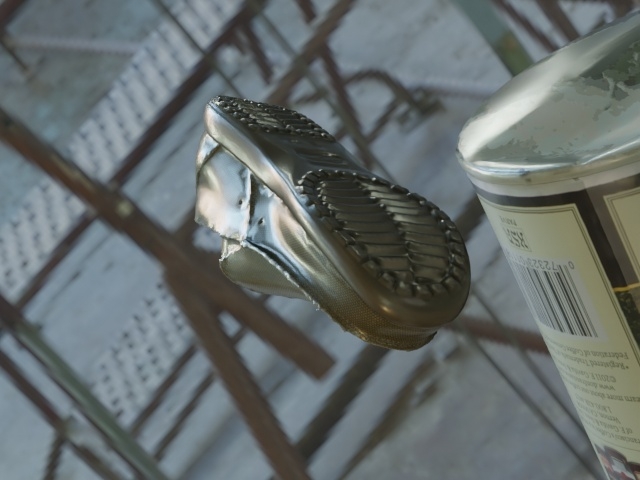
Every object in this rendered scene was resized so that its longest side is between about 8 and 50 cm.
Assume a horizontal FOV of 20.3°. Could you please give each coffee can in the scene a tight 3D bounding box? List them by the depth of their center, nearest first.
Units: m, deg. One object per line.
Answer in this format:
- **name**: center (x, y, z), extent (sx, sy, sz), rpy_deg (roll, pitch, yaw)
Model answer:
- **coffee can**: center (0.211, 0.035, 0.871), extent (0.201, 0.275, 0.201), rpy_deg (-23, 18, 8)

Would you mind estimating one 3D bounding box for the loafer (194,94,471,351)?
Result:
- **loafer**: center (0.000, 0.000, 0.578), extent (0.148, 0.056, 0.050), rpy_deg (49, 128, 55)
